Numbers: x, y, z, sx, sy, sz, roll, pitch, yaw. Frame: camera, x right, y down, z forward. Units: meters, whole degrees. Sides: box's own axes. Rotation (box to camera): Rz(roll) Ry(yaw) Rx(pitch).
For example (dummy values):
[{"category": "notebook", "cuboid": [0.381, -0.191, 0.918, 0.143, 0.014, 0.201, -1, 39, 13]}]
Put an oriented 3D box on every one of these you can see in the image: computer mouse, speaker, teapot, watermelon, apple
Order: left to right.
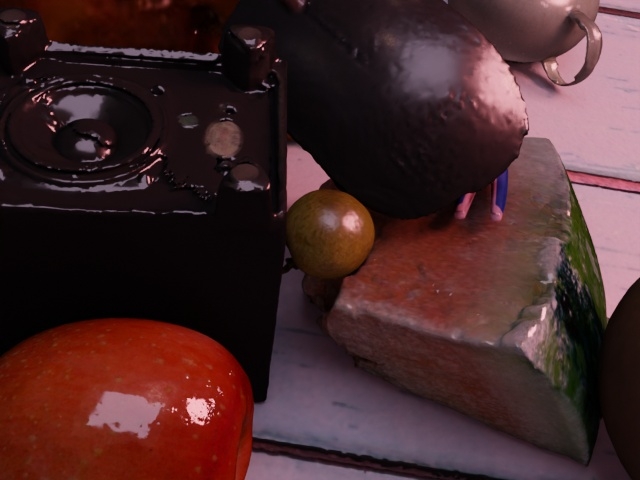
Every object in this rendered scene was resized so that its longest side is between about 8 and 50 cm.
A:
[{"category": "apple", "cuboid": [-0.130, 0.134, 0.507, 0.169, 0.181, 0.181, 12, 45, 9]}, {"category": "speaker", "cuboid": [-0.146, -0.016, 0.597, 0.232, 0.253, 0.184, 2, 47, -7]}, {"category": "computer mouse", "cuboid": [0.031, -0.144, 0.646, 0.168, 0.087, 0.295, -45, 69, 5]}, {"category": "watermelon", "cuboid": [0.127, 0.025, 0.669, 0.302, 0.151, 0.264, 14, 46, 4]}, {"category": "teapot", "cuboid": [0.261, -0.309, 1.036, 0.193, 0.129, 0.294, -15, 53, -22]}]

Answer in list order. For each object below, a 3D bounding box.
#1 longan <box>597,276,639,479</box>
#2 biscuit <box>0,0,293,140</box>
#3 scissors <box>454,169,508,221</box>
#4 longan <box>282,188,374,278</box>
[{"category": "longan", "cuboid": [0.328, 0.107, 0.562, 0.258, 0.258, 0.258, 5, 46, -5]}, {"category": "biscuit", "cuboid": [-0.151, -0.266, 0.781, 0.395, 0.342, 0.166, -2, 42, -14]}, {"category": "scissors", "cuboid": [0.139, -0.053, 0.657, 0.039, 0.012, 0.113, 5, 42, 20]}, {"category": "longan", "cuboid": [0.000, 0.000, 0.599, 0.083, 0.075, 0.075, -43, 55, 9]}]
